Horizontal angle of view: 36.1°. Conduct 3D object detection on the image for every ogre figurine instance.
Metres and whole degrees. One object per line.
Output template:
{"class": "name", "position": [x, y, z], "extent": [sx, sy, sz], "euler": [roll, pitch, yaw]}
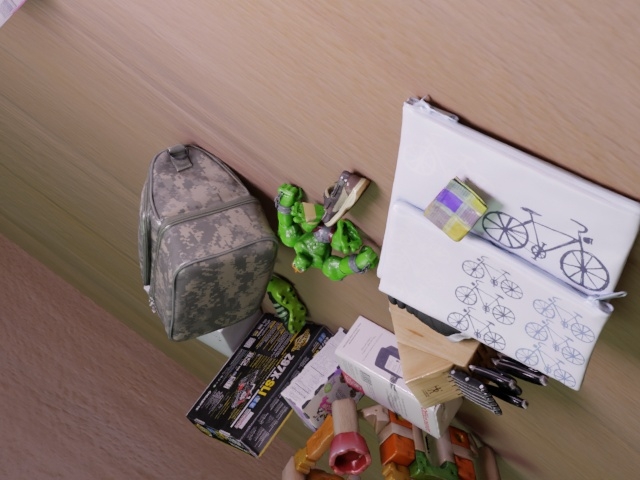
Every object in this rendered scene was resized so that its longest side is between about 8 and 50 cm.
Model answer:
{"class": "ogre figurine", "position": [0.000, 0.000, 1.640], "extent": [0.197, 0.097, 0.118], "euler": [22, 143, -4]}

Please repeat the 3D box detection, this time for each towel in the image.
{"class": "towel", "position": [0.165, -0.036, 1.201], "extent": [0.060, 0.009, 0.083], "euler": [43, 142, 5]}

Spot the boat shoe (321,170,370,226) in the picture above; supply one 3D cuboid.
{"class": "boat shoe", "position": [0.030, -0.068, 1.492], "extent": [0.049, 0.056, 0.152], "euler": [42, 151, -1]}

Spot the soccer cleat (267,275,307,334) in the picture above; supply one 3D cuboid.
{"class": "soccer cleat", "position": [-0.076, 0.138, 2.135], "extent": [0.072, 0.060, 0.179], "euler": [35, 156, 35]}

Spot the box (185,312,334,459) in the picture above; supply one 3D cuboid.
{"class": "box", "position": [-0.133, 0.320, 2.237], "extent": [0.257, 0.322, 0.079], "euler": [7, 144, 54]}

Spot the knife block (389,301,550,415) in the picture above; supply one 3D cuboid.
{"class": "knife block", "position": [0.253, 0.169, 1.635], "extent": [0.088, 0.242, 0.276], "euler": [55, -162, -40]}

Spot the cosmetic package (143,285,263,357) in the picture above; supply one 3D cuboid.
{"class": "cosmetic package", "position": [-0.274, 0.153, 2.354], "extent": [0.224, 0.138, 0.225], "euler": [28, 162, 18]}

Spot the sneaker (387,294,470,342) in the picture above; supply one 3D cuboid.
{"class": "sneaker", "position": [0.179, 0.072, 1.469], "extent": [0.146, 0.105, 0.296], "euler": [30, 164, 3]}

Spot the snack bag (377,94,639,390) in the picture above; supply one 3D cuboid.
{"class": "snack bag", "position": [0.222, 0.014, 1.230], "extent": [0.323, 0.037, 0.343], "euler": [28, 141, 19]}

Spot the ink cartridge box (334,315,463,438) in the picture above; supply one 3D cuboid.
{"class": "ink cartridge box", "position": [0.161, 0.276, 1.975], "extent": [0.237, 0.100, 0.172], "euler": [28, 159, 24]}

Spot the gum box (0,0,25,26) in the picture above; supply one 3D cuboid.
{"class": "gum box", "position": [-0.524, -0.374, 1.512], "extent": [0.107, 0.188, 0.062], "euler": [20, 154, 38]}

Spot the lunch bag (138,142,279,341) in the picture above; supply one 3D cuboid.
{"class": "lunch bag", "position": [-0.227, 0.001, 1.784], "extent": [0.256, 0.212, 0.305], "euler": [63, 157, 26]}

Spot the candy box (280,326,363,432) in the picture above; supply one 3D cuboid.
{"class": "candy box", "position": [0.026, 0.314, 2.135], "extent": [0.070, 0.196, 0.165], "euler": [32, 162, 36]}

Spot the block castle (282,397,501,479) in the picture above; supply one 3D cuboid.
{"class": "block castle", "position": [0.163, 0.546, 2.093], "extent": [0.453, 0.213, 0.303], "euler": [23, 123, -21]}
